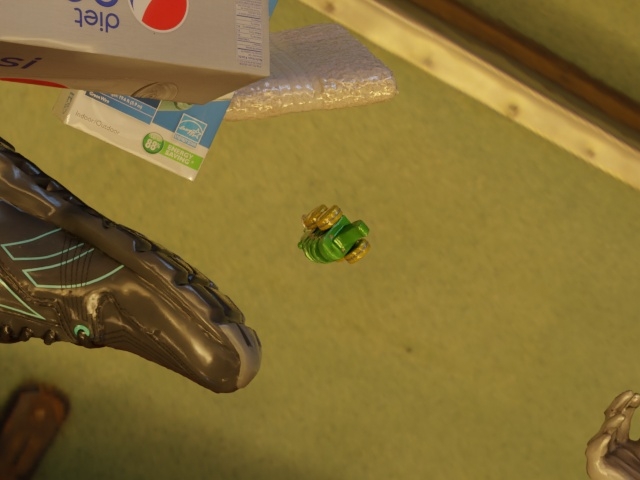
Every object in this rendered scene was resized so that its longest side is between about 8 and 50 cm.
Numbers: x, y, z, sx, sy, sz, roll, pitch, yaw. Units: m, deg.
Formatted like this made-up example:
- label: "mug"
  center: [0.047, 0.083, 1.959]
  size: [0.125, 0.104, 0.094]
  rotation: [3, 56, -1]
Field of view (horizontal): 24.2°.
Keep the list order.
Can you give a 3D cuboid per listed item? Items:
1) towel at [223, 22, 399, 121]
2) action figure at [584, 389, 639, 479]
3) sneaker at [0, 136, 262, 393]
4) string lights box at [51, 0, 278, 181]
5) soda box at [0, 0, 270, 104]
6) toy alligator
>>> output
- label: "towel"
  center: [-0.038, -0.186, 1.591]
  size: [0.187, 0.282, 0.049]
  rotation: [-9, 110, -11]
- label: "action figure"
  center: [0.216, 0.087, 0.649]
  size: [0.164, 0.141, 0.275]
  rotation: [-27, 137, -23]
- label: "sneaker"
  center: [-0.154, 0.021, 0.839]
  size: [0.267, 0.101, 0.106]
  rotation: [32, 88, 16]
- label: "string lights box"
  center: [-0.125, -0.201, 1.344]
  size: [0.133, 0.077, 0.259]
  rotation: [24, 93, -22]
- label: "soda box"
  center: [-0.177, -0.158, 1.010]
  size: [0.286, 0.098, 0.091]
  rotation: [3, 80, -36]
- label: "toy alligator"
  center: [0.000, 0.000, 1.519]
  size: [0.051, 0.190, 0.056]
  rotation: [-43, 104, -13]
